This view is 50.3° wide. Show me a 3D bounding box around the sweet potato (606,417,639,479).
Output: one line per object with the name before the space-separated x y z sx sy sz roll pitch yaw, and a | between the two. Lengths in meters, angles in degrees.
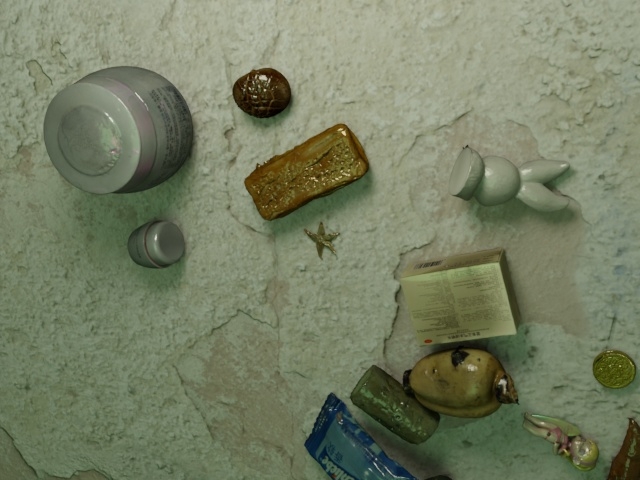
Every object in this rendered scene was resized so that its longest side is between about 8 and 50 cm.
sweet potato | 0.640 0.523 1.453 0.072 0.066 0.315 -8 108 -20

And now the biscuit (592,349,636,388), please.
biscuit | 0.604 0.265 1.403 0.084 0.023 0.084 6 110 18

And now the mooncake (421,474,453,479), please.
mooncake | 0.269 0.630 1.563 0.104 0.168 0.175 -33 107 24

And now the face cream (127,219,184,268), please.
face cream | -0.393 0.010 1.633 0.104 0.117 0.117 -9 104 32

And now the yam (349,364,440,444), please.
yam | 0.170 0.378 1.553 0.194 0.107 0.107 35 116 4

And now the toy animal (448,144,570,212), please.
toy animal | 0.367 -0.114 1.340 0.220 0.131 0.104 11 78 -10

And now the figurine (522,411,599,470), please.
figurine | 0.517 0.432 1.469 0.187 0.083 0.083 27 115 3

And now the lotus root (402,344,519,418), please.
lotus root | 0.303 0.300 1.463 0.256 0.140 0.154 -2 120 31

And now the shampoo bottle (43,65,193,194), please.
shampoo bottle | -0.431 -0.237 1.481 0.272 0.266 0.273 6 108 18

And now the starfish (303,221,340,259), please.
starfish | 0.000 0.000 1.543 0.086 0.016 0.092 14 114 18

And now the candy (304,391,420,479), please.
candy | 0.094 0.530 1.601 0.331 0.077 0.187 40 114 37

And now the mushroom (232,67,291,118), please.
mushroom | -0.125 -0.313 1.444 0.126 0.085 0.109 -26 98 30

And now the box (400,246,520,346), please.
box | 0.294 0.121 1.429 0.212 0.095 0.168 -11 102 24

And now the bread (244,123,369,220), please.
bread | -0.033 -0.148 1.470 0.270 0.077 0.139 -27 93 24
